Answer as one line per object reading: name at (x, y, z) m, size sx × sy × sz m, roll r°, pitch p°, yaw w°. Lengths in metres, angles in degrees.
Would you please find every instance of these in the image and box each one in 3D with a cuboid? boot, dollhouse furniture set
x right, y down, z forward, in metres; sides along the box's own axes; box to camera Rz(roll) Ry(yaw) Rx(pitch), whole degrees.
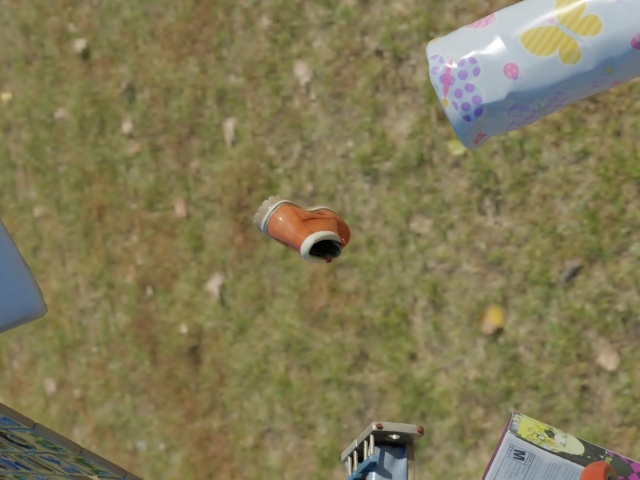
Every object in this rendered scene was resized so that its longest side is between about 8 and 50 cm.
boot at (0.000, 0.000, 1.533) m, size 0.085 × 0.158 × 0.059 m, roll 35°, pitch 102°, yaw 29°
dollhouse furniture set at (0.018, 0.289, 1.635) m, size 0.129 × 0.184 × 0.129 m, roll 123°, pitch 151°, yaw -58°

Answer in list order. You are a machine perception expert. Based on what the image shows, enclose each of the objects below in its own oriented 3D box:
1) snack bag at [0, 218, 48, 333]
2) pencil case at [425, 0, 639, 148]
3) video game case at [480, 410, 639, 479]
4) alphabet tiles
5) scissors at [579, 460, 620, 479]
snack bag at (-0.392, -0.028, 0.974) m, size 0.342 × 0.323 × 0.037 m, roll 62°, pitch -175°, yaw -13°
pencil case at (0.233, -0.181, 1.280) m, size 0.273 × 0.124 × 0.113 m, roll -22°, pitch 78°, yaw 16°
video game case at (0.245, 0.297, 1.370) m, size 0.210 × 0.042 × 0.232 m, roll 22°, pitch 126°, yaw 7°
alphabet tiles at (-0.224, 0.166, 1.054) m, size 0.237 × 0.198 × 0.009 m, roll -10°, pitch 52°, yaw 50°
scissors at (0.195, 0.270, 0.772) m, size 0.021 × 0.109 × 0.297 m, roll -19°, pitch 65°, yaw 22°
